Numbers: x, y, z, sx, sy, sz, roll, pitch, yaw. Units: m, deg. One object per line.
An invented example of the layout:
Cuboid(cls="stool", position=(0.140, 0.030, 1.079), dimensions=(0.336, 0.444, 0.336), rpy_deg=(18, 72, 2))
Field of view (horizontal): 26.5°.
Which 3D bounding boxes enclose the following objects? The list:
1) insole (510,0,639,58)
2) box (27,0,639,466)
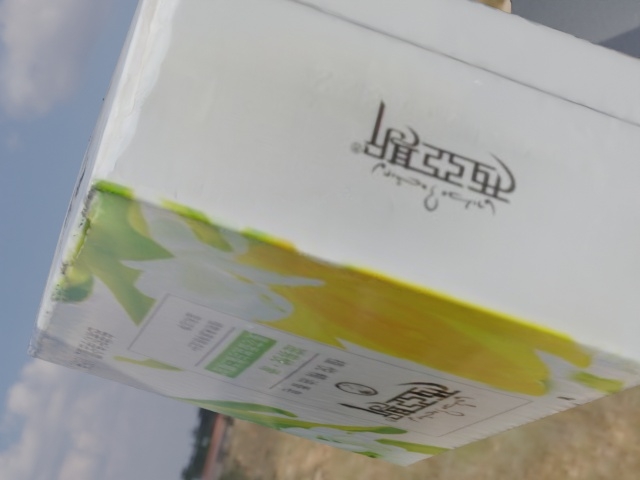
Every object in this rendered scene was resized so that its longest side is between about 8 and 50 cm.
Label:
Cuboid(cls="insole", position=(0.127, -0.143, 0.602), dimensions=(0.012, 0.110, 0.310), rpy_deg=(3, -97, -56))
Cuboid(cls="box", position=(0.000, 0.000, 0.529), dimensions=(0.260, 0.194, 0.111), rpy_deg=(131, 154, -66))
